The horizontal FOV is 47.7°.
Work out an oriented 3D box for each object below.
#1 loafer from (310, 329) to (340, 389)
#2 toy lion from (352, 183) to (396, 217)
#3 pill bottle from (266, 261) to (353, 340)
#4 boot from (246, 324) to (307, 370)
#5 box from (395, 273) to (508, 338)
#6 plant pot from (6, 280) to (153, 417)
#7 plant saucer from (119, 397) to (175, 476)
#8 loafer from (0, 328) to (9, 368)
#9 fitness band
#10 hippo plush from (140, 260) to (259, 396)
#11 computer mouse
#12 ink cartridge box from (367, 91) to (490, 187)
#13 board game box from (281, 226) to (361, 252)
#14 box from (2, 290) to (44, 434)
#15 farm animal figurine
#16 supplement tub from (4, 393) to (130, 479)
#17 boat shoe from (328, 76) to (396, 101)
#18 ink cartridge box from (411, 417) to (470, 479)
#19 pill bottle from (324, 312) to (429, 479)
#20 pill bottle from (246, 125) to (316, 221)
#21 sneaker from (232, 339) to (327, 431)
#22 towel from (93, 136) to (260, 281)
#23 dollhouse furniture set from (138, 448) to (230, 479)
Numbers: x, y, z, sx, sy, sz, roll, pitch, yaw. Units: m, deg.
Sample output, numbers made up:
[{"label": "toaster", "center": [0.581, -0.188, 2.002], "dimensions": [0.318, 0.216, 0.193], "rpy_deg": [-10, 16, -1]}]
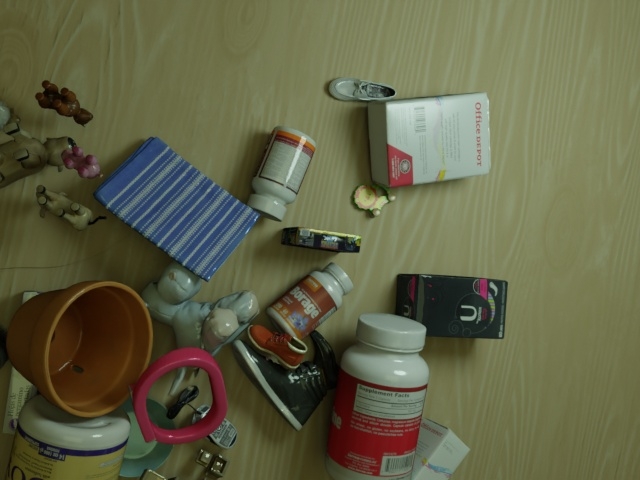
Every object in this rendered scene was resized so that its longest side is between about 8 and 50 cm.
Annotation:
[{"label": "loafer", "center": [0.009, 0.316, 1.904], "dimensions": [0.061, 0.062, 0.170], "rpy_deg": [-28, 97, -12]}, {"label": "toy lion", "center": [0.141, -0.118, 1.968], "dimensions": [0.100, 0.034, 0.096], "rpy_deg": [-43, 95, -14]}, {"label": "pill bottle", "center": [-0.024, 0.157, 1.861], "dimensions": [0.216, 0.121, 0.121], "rpy_deg": [-40, 102, -15]}, {"label": "boot", "center": [-0.105, 0.246, 1.781], "dimensions": [0.157, 0.085, 0.059], "rpy_deg": [34, 42, -1]}, {"label": "box", "center": [0.355, 0.178, 1.976], "dimensions": [0.270, 0.143, 0.166], "rpy_deg": [4, 88, -18]}, {"label": "plant pot", "center": [-0.546, 0.223, 1.595], "dimensions": [0.290, 0.203, 0.291], "rpy_deg": [-15, 107, -56]}, {"label": "plant saucer", "center": [-0.451, 0.473, 1.759], "dimensions": [0.194, 0.037, 0.195], "rpy_deg": [0, 89, -18]}, {"label": "loafer", "center": [-0.822, 0.176, 1.622], "dimensions": [0.302, 0.095, 0.109], "rpy_deg": [43, 107, -9]}, {"label": "fitness band", "center": [-0.319, 0.363, 1.649], "dimensions": [0.208, 0.054, 0.291], "rpy_deg": [-17, 131, -16]}, {"label": "hippo plush", "center": [-0.305, 0.164, 1.753], "dimensions": [0.236, 0.234, 0.294], "rpy_deg": [45, 119, 4]}, {"label": "computer mouse", "center": [-0.289, 0.452, 1.804], "dimensions": [0.193, 0.042, 0.106], "rpy_deg": [47, 46, -15]}, {"label": "ink cartridge box", "center": [0.291, -0.274, 1.948], "dimensions": [0.306, 0.131, 0.226], "rpy_deg": [-8, 104, -20]}, {"label": "board game box", "center": [0.000, 0.000, 1.858], "dimensions": [0.170, 0.141, 0.048], "rpy_deg": [8, 86, -18]}, {"label": "box", "center": [-0.675, 0.278, 1.670], "dimensions": [0.063, 0.067, 0.324], "rpy_deg": [8, 88, -18]}, {"label": "farm animal figurine", "center": [-0.638, -0.174, 1.633], "dimensions": [0.326, 0.172, 0.331], "rpy_deg": [-5, 77, 0]}, {"label": "supplement tub", "center": [-0.569, 0.526, 1.597], "dimensions": [0.240, 0.241, 0.332], "rpy_deg": [13, 97, -18]}, {"label": "boat shoe", "center": [0.116, -0.402, 1.940], "dimensions": [0.184, 0.063, 0.066], "rpy_deg": [10, 87, -19]}, {"label": "ink cartridge box", "center": [0.278, 0.597, 1.942], "dimensions": [0.093, 0.154, 0.212], "rpy_deg": [42, 77, -14]}, {"label": "pill bottle", "center": [0.149, 0.403, 1.830], "dimensions": [0.228, 0.229, 0.408], "rpy_deg": [6, 98, -18]}, {"label": "pill bottle", "center": [-0.103, -0.168, 1.836], "dimensions": [0.121, 0.121, 0.221], "rpy_deg": [24, 83, -17]}, {"label": "sneaker", "center": [-0.098, 0.333, 1.850], "dimensions": [0.147, 0.104, 0.296], "rpy_deg": [-42, 107, -17]}, {"label": "towel", "center": [-0.334, -0.083, 1.716], "dimensions": [0.336, 0.040, 0.243], "rpy_deg": [37, 52, -1]}, {"label": "dollhouse furniture set", "center": [-0.345, 0.574, 1.785], "dimensions": [0.181, 0.101, 0.161], "rpy_deg": [36, 54, -15]}]
